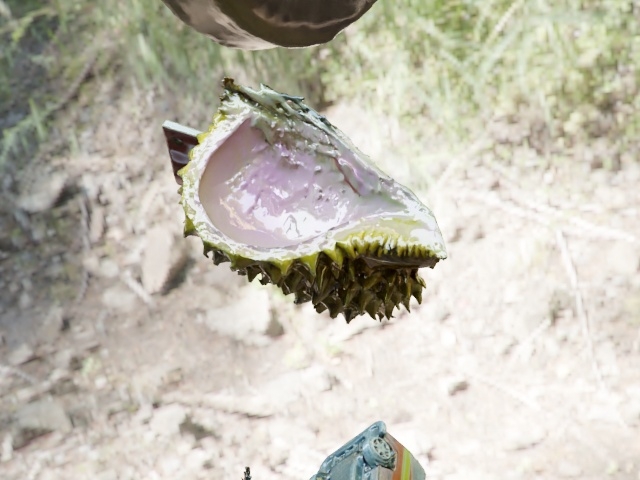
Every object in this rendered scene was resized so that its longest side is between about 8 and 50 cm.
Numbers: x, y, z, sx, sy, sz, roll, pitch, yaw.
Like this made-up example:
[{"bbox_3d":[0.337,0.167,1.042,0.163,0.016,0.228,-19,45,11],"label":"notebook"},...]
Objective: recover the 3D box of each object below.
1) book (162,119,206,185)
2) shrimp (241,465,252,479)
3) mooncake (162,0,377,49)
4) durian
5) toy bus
[{"bbox_3d":[-0.165,-0.121,2.149,0.232,0.162,0.022,18,56,19],"label":"book"},{"bbox_3d":[-0.097,0.326,1.423,0.091,0.161,0.034,4,38,7],"label":"shrimp"},{"bbox_3d":[-0.091,-0.500,1.936,0.246,0.394,0.393,6,52,54],"label":"mooncake"},{"bbox_3d":[-0.008,-0.001,1.244,0.305,0.195,0.185,29,69,19],"label":"durian"},{"bbox_3d":[0.055,0.345,1.426,0.121,0.120,0.265,-40,21,28],"label":"toy bus"}]
